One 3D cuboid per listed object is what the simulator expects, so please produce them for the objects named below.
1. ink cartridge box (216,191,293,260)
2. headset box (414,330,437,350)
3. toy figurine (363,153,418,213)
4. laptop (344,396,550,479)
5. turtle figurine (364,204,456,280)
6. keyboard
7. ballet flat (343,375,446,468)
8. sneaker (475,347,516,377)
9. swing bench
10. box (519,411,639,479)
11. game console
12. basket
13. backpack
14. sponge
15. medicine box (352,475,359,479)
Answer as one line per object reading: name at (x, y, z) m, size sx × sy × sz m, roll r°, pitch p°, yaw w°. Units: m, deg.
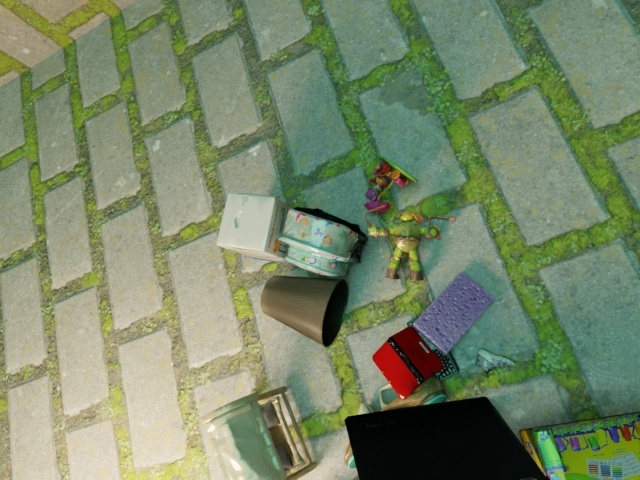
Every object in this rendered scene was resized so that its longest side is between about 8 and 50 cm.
ink cartridge box at (-0.180, -0.034, 1.403) m, size 0.168 × 0.232 × 0.171 m, roll 7°, pitch 81°, yaw 22°
headset box at (0.291, 0.278, 1.240) m, size 0.083 × 0.032 × 0.062 m, roll -19°, pitch 70°, yaw 9°
toy figurine at (0.186, -0.163, 1.371) m, size 0.159 × 0.130 × 0.173 m, roll -55°, pitch 44°, yaw 12°
laptop at (0.279, 0.587, 0.983) m, size 0.381 × 0.236 × 0.408 m, roll -6°, pitch 74°, yaw -5°
turtle figurine at (0.262, 0.006, 1.292) m, size 0.269 × 0.087 × 0.218 m, roll 2°, pitch 90°, yaw -4°
keyboard at (0.302, 0.306, 1.259) m, size 0.108 × 0.023 × 0.180 m, roll -28°, pitch 69°, yaw 13°
ballet flat at (0.183, 0.474, 1.229) m, size 0.342 × 0.116 × 0.124 m, roll -42°, pitch 47°, yaw 7°
sneaker at (0.461, 0.335, 1.186) m, size 0.098 × 0.038 × 0.069 m, roll 16°, pitch 86°, yaw 33°
swing bench at (-0.168, 0.570, 1.252) m, size 0.165 × 0.254 × 0.253 m, roll -31°, pitch 69°, yaw 12°
box at (0.630, 0.530, 0.956) m, size 0.289 × 0.177 × 0.279 m, roll -12°, pitch 65°, yaw 8°
game console at (0.234, 0.328, 1.208) m, size 0.124 × 0.085 × 0.144 m, roll -22°, pitch 57°, yaw -27°
basket at (-0.055, 0.193, 1.355) m, size 0.226 × 0.154 × 0.205 m, roll 11°, pitch 80°, yaw 26°
backpack at (0.000, 0.000, 1.316) m, size 0.225 × 0.253 × 0.191 m, roll 19°, pitch 85°, yaw 23°
sponge at (0.364, 0.196, 1.224) m, size 0.210 × 0.031 × 0.117 m, roll -44°, pitch 67°, yaw -12°
medicine box at (0.086, 0.771, 1.091) m, size 0.149 × 0.289 × 0.264 m, roll 12°, pitch 82°, yaw 22°
